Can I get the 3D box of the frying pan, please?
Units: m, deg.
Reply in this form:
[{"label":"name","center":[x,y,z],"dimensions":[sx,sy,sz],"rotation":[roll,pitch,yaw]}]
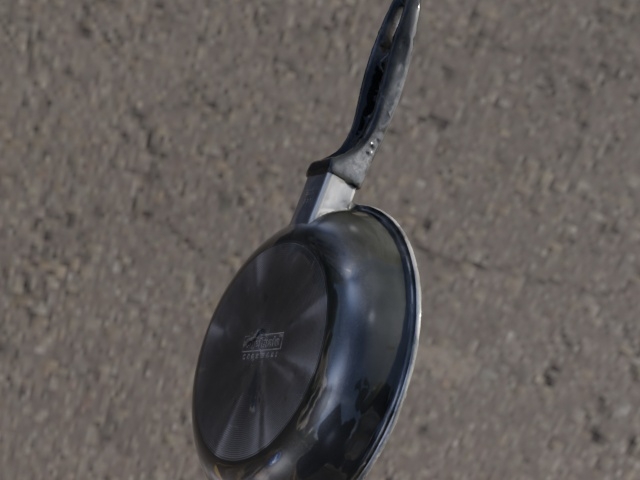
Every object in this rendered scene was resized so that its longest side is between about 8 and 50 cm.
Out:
[{"label":"frying pan","center":[0.012,0.010,1.004],"dimensions":[0.053,0.326,0.197],"rotation":[21,6,-30]}]
